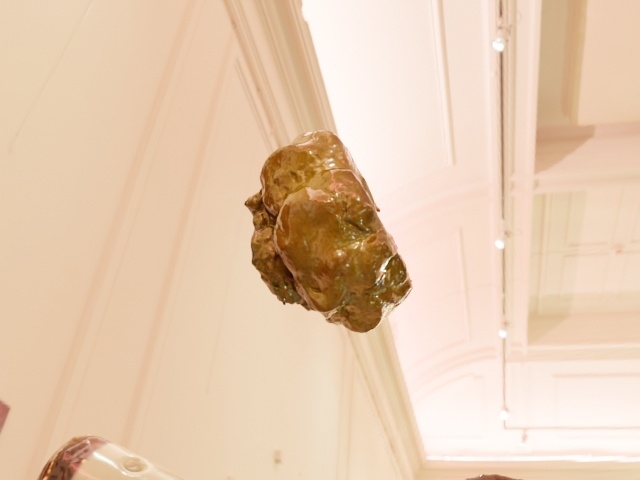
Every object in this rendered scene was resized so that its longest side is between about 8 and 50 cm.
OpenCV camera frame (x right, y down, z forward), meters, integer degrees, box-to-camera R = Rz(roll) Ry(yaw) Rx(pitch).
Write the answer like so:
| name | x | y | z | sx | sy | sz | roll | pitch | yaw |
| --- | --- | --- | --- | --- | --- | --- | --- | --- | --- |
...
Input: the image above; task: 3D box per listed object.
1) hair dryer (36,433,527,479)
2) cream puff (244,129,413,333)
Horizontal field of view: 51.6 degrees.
| name | x | y | z | sx | sy | sz | roll | pitch | yaw |
| --- | --- | --- | --- | --- | --- | --- | --- | --- | --- |
| hair dryer | -0.018 | 0.199 | 0.368 | 0.361 | 0.128 | 0.203 | 21 | -79 | 11 |
| cream puff | 0.001 | 0.001 | 0.886 | 0.185 | 0.282 | 0.282 | -28 | -44 | 4 |
